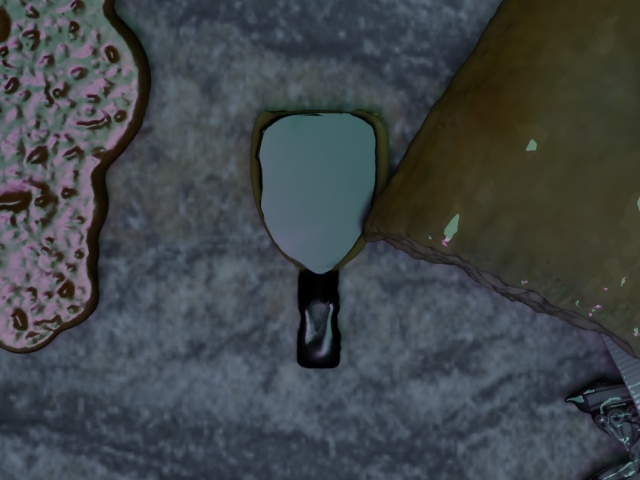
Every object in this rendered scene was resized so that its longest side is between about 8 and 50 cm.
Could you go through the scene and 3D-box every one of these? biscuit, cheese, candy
[{"bbox_3d":[-0.196,-0.084,0.981,0.186,0.044,0.295,17,96,-6],"label":"biscuit"},{"bbox_3d":[0.310,-0.077,0.896,0.429,0.104,0.446,34,90,21],"label":"biscuit"},{"bbox_3d":[0.000,0.000,0.995,0.086,0.036,0.162,-1,96,-3],"label":"cheese"},{"bbox_3d":[0.173,0.194,1.010,0.094,0.051,0.226,19,95,0],"label":"candy"}]

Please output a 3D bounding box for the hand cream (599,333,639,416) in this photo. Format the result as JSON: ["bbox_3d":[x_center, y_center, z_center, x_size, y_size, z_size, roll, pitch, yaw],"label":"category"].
[{"bbox_3d":[0.349,0.020,0.970,0.359,0.118,0.185,-25,74,5],"label":"hand cream"}]
